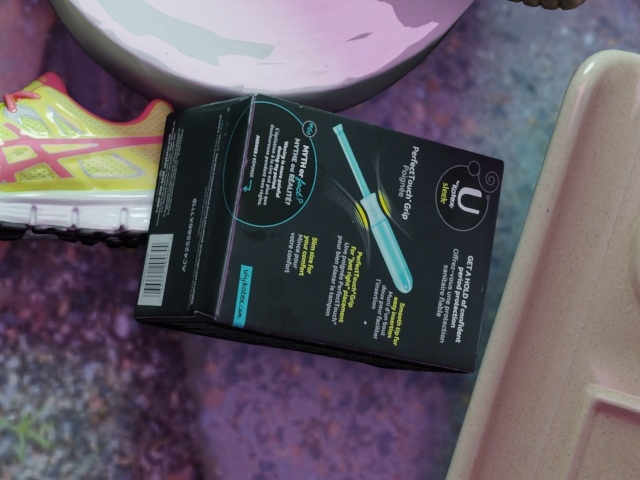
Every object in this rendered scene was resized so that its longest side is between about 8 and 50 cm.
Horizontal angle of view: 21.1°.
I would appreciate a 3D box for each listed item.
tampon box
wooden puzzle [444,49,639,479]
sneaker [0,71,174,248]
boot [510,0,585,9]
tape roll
[{"bbox_3d":[0.000,0.000,0.925,0.161,0.101,0.120,13,82,-30],"label":"tampon box"},{"bbox_3d":[0.261,0.092,0.936,0.348,0.080,0.322,17,101,4],"label":"wooden puzzle"},{"bbox_3d":[-0.172,-0.048,0.954,0.208,0.081,0.094,4,83,-17],"label":"sneaker"},{"bbox_3d":[0.074,-0.257,0.891,0.248,0.090,0.207,32,84,2],"label":"boot"},{"bbox_3d":[-0.033,-0.212,0.972,0.286,0.100,0.286,1,84,-6],"label":"tape roll"}]
